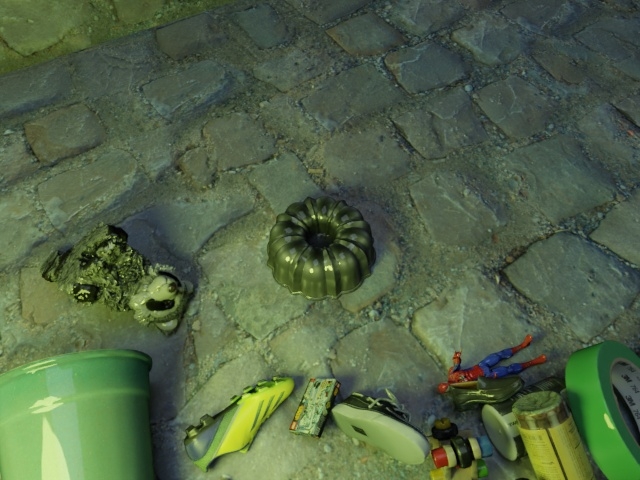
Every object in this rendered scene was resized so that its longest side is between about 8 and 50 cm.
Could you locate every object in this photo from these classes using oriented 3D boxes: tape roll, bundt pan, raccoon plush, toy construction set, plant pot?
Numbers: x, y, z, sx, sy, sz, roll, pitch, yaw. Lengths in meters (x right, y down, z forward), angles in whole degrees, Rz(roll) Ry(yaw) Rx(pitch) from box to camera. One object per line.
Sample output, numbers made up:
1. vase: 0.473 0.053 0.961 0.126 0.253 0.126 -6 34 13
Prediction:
1. tape roll: 0.663 0.379 1.063 0.321 0.077 0.321 22 49 -29
2. bundt pan: 0.000 0.000 1.423 0.331 0.124 0.331 -1 54 1
3. raccoon plush: -0.551 0.104 1.378 0.446 0.299 0.216 12 67 49
4. toy construction set: 0.263 0.527 1.039 0.309 0.237 0.257 -37 91 -3
5. plant pot: -0.494 0.446 1.022 0.341 0.341 0.334 -17 65 -10

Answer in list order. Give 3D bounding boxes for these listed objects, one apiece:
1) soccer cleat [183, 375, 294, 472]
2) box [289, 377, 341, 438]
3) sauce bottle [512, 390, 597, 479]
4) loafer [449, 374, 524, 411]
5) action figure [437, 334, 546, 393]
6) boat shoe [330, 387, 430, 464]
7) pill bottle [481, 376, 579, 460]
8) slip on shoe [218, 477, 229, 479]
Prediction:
1. soccer cleat: -0.178 0.427 1.168 0.289 0.093 0.121 -29 89 -22
2. box: -0.013 0.395 1.172 0.094 0.027 0.137 -16 40 48
3. sauce bottle: 0.496 0.483 1.000 0.111 0.111 0.344 -20 91 -12
4. loafer: 0.374 0.335 1.122 0.170 0.062 0.061 -27 89 22
5. action figure: 0.415 0.299 1.200 0.280 0.139 0.091 -21 56 -9
6. boat shoe: 0.140 0.390 1.073 0.105 0.306 0.113 -38 97 -27
7. pill bottle: 0.508 0.393 1.130 0.246 0.130 0.130 -19 57 -11
8. slip on shoe: -0.217 0.587 1.068 0.051 0.041 0.135 3 55 4
